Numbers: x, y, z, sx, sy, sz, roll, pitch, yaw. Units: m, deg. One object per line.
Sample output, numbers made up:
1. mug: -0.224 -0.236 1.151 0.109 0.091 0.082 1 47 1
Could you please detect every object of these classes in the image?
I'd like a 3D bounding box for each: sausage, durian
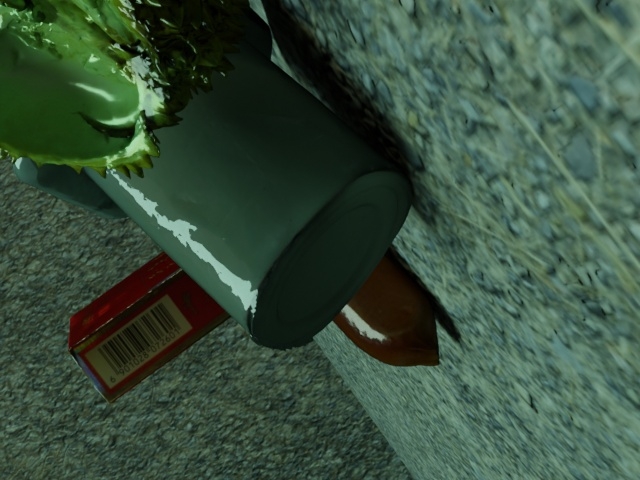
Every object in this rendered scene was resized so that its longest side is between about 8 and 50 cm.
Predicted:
1. sausage: 0.000 0.000 1.023 0.300 0.083 0.089 51 161 21
2. durian: -0.131 -0.155 0.603 0.200 0.176 0.237 16 140 24

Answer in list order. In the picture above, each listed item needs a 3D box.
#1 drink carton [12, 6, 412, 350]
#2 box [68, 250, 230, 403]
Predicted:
1. drink carton: -0.049 -0.047 0.771 0.189 0.185 0.191 37 -179 22
2. box: -0.154 0.051 1.402 0.089 0.313 0.197 56 174 -11
